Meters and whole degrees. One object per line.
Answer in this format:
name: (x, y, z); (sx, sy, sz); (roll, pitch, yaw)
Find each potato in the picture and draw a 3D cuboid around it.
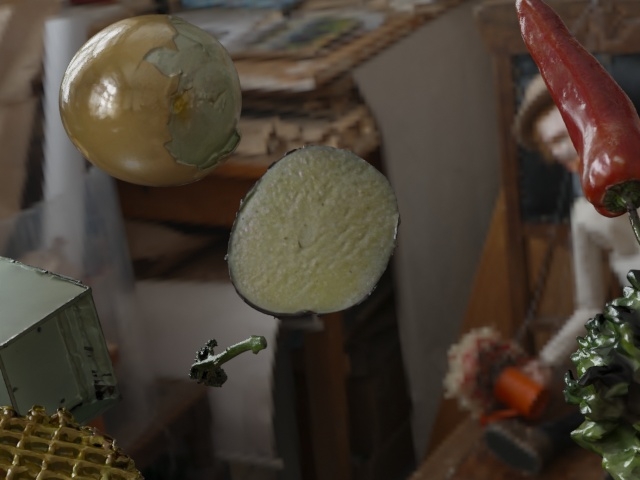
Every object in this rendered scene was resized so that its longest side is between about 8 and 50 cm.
potato: (0.000, 0.000, 1.689); (0.182, 0.202, 0.117); (26, -2, 11)

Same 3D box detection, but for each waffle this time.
waffle: (-0.263, 0.224, 1.380); (0.193, 0.070, 0.197); (26, 30, 28)

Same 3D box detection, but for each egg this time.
egg: (-0.201, -0.161, 1.744); (0.244, 0.201, 0.201); (-1, 22, 41)

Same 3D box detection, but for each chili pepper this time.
chili pepper: (0.215, -0.093, 1.172); (0.063, 0.071, 0.272); (-24, 55, 9)

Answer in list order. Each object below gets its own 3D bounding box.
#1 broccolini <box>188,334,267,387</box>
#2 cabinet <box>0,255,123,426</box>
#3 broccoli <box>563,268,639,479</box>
broccolini: (-0.106, 0.134, 1.633); (0.052, 0.054, 0.194); (-24, 0, -23)
cabinet: (-0.343, 0.120, 1.636); (0.206, 0.145, 0.150); (13, 36, 39)
broccoli: (0.406, 0.181, 1.447); (0.347, 0.293, 0.281); (29, 25, -16)
